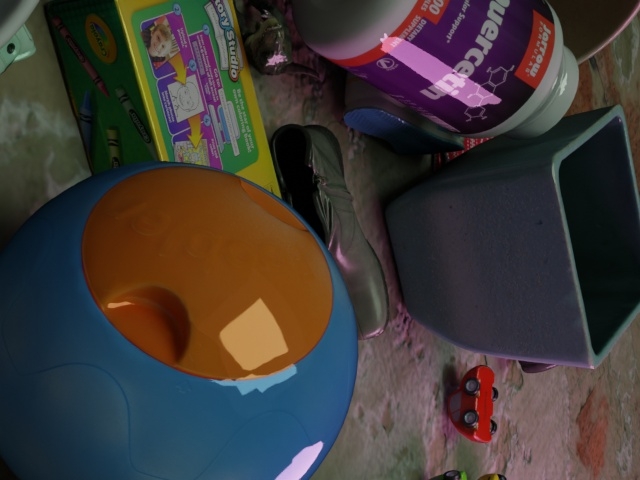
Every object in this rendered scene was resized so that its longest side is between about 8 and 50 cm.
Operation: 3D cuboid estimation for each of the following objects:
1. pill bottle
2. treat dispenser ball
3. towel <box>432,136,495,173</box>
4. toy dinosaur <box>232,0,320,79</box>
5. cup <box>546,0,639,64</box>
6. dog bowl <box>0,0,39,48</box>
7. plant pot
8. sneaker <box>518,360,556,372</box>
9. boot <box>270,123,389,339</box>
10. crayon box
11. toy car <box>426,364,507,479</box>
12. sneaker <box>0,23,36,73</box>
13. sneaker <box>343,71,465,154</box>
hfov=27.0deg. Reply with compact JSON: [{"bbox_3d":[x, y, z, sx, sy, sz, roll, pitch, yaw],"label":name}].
[{"bbox_3d":[0.135,-0.224,1.428,0.323,0.182,0.181,25,65,-40],"label":"pill bottle"},{"bbox_3d":[-0.115,0.084,1.007,0.288,0.288,0.288,11,77,-57],"label":"treat dispenser ball"},{"bbox_3d":[0.231,-0.146,1.826,0.275,0.031,0.198,23,67,-55],"label":"towel"},{"bbox_3d":[-0.059,-0.211,1.328,0.118,0.064,0.268,59,9,0],"label":"toy dinosaur"},{"bbox_3d":[0.210,-0.377,1.600,0.331,0.331,0.236,41,29,-48],"label":"cup"},{"bbox_3d":[-0.295,-0.219,0.812,0.265,0.104,0.264,-6,105,-24],"label":"dog bowl"},{"bbox_3d":[0.227,-0.004,1.593,0.247,0.252,0.247,-34,115,-53],"label":"plant pot"},{"bbox_3d":[0.330,0.049,1.898,0.146,0.122,0.330,54,40,-20],"label":"sneaker"},{"bbox_3d":[0.000,0.000,1.347,0.161,0.084,0.246,-50,123,-78],"label":"boot"},{"bbox_3d":[-0.129,-0.100,1.200,0.165,0.081,0.278,-34,115,-54],"label":"crayon box"},{"bbox_3d":[0.171,0.297,1.655,0.225,0.053,0.239,-31,111,-54],"label":"toy car"},{"bbox_3d":[-0.248,-0.215,0.965,0.256,0.094,0.151,-55,134,-7],"label":"sneaker"},{"bbox_3d":[0.108,-0.159,1.581,0.229,0.087,0.092,24,64,-57],"label":"sneaker"}]
